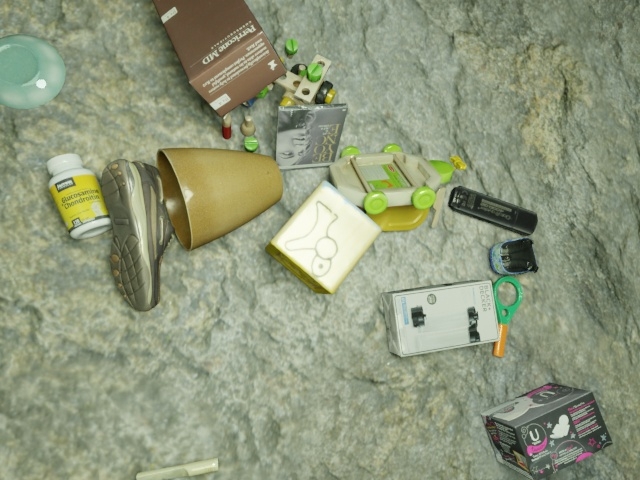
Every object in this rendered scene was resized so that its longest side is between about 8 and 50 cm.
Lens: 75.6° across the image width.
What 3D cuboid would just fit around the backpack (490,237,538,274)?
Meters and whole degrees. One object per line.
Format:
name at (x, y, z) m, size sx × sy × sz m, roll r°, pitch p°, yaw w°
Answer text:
backpack at (0.543, 0.049, 1.180) m, size 0.114 × 0.084 × 0.105 m, roll -6°, pitch 84°, yaw -17°

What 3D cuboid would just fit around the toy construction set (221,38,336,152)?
toy construction set at (-0.105, -0.361, 1.019) m, size 0.309 × 0.237 × 0.257 m, roll -37°, pitch 92°, yaw -12°

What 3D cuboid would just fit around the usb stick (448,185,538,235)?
usb stick at (0.509, -0.086, 1.210) m, size 0.278 × 0.045 × 0.077 m, roll 18°, pitch 87°, yaw -9°

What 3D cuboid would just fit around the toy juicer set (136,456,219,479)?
toy juicer set at (-0.260, 0.641, 0.946) m, size 0.209 × 0.089 × 0.329 m, roll -26°, pitch 89°, yaw -13°

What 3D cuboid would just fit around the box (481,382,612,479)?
box at (0.592, 0.495, 1.098) m, size 0.247 × 0.163 × 0.142 m, roll -16°, pitch 83°, yaw -13°

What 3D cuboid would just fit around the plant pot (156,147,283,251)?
plant pot at (-0.228, -0.120, 0.991) m, size 0.254 × 0.237 × 0.237 m, roll -17°, pitch 87°, yaw -28°

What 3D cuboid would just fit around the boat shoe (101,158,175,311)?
boat shoe at (-0.402, -0.010, 0.961) m, size 0.130 × 0.132 × 0.355 m, roll -20°, pitch 115°, yaw -54°

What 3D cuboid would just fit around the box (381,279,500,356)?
box at (0.324, 0.204, 1.116) m, size 0.290 × 0.087 × 0.169 m, roll -5°, pitch 85°, yaw -12°

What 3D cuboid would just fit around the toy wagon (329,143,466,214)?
toy wagon at (0.201, -0.164, 1.059) m, size 0.344 × 0.267 × 0.068 m, roll -5°, pitch 128°, yaw -8°

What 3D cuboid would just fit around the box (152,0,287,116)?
box at (-0.252, -0.499, 0.964) m, size 0.191 × 0.143 × 0.381 m, roll -32°, pitch 67°, yaw 7°

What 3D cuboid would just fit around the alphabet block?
alphabet block at (0.000, 0.000, 1.021) m, size 0.192 × 0.193 × 0.197 m, roll 41°, pitch 78°, yaw -3°

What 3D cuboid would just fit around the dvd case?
dvd case at (-0.030, -0.252, 1.035) m, size 0.164 × 0.221 × 0.018 m, roll -7°, pitch 64°, yaw -12°

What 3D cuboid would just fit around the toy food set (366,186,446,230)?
toy food set at (0.225, -0.096, 1.148) m, size 0.218 × 0.071 × 0.128 m, roll 0°, pitch 107°, yaw -10°

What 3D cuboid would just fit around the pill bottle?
pill bottle at (-0.563, -0.103, 0.964) m, size 0.103 × 0.103 × 0.184 m, roll -25°, pitch 89°, yaw -13°

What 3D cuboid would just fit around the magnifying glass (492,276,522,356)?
magnifying glass at (0.529, 0.218, 1.191) m, size 0.092 × 0.026 × 0.231 m, roll 14°, pitch 79°, yaw -10°

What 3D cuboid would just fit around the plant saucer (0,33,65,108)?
plant saucer at (-0.733, -0.419, 1.001) m, size 0.195 × 0.037 × 0.195 m, roll 1°, pitch 84°, yaw -11°
